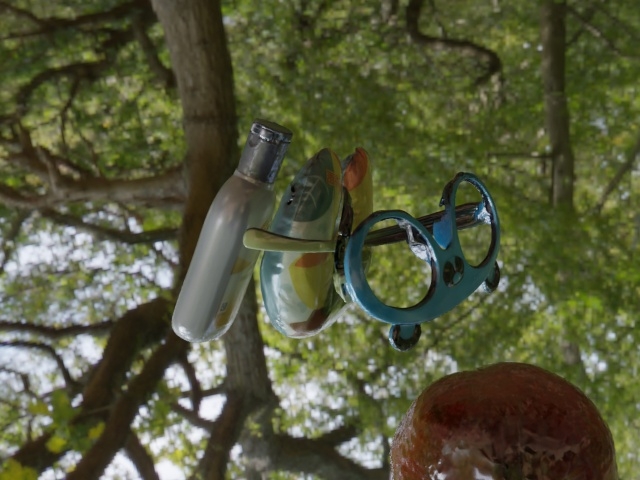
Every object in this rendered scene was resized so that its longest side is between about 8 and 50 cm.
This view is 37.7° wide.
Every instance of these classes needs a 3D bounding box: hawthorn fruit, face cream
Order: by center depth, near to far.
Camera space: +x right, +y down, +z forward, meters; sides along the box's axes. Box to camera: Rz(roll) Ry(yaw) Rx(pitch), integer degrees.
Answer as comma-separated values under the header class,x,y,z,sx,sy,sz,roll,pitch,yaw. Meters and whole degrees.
class,x,y,z,sx,sy,sz,roll,pitch,yaw
face cream,-0.108,-0.013,1.205,0.071,0.291,0.144,24,-166,11
hawthorn fruit,0.234,0.292,1.246,0.285,0.284,0.369,-4,178,4

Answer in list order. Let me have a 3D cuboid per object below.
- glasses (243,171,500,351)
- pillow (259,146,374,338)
class,x,y,z,sx,sy,sz,roll,pitch,yaw
glasses,0.045,-0.013,0.833,0.207,0.102,0.239,25,-149,26
pillow,0.000,0.000,1.033,0.086,0.214,0.233,13,-172,20
